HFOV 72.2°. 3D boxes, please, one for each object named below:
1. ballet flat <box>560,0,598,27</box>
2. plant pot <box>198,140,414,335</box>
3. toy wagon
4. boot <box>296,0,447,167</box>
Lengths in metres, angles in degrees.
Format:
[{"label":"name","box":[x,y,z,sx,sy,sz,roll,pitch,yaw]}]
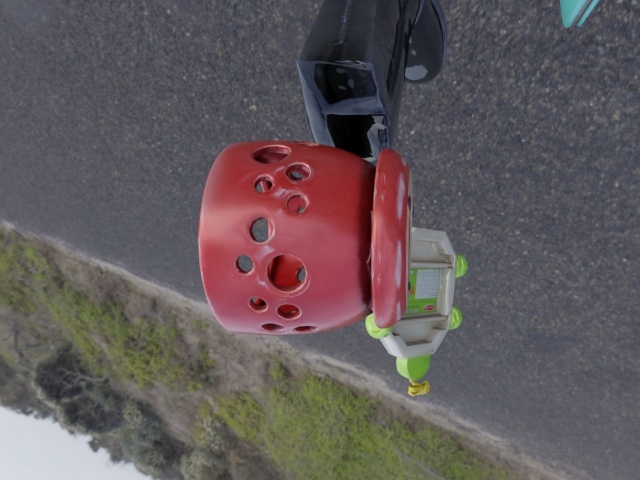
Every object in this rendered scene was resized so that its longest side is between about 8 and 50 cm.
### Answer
[{"label":"ballet flat","box":[0.239,-0.292,0.351,0.087,0.083,0.247,25,161,8]},{"label":"plant pot","box":[0.000,0.000,0.427,0.174,0.191,0.191,3,141,14]},{"label":"toy wagon","box":[0.200,0.147,0.922,0.267,0.344,0.068,5,-179,-41]},{"label":"boot","box":[0.111,-0.277,0.705,0.146,0.445,0.367,-8,145,26]}]
